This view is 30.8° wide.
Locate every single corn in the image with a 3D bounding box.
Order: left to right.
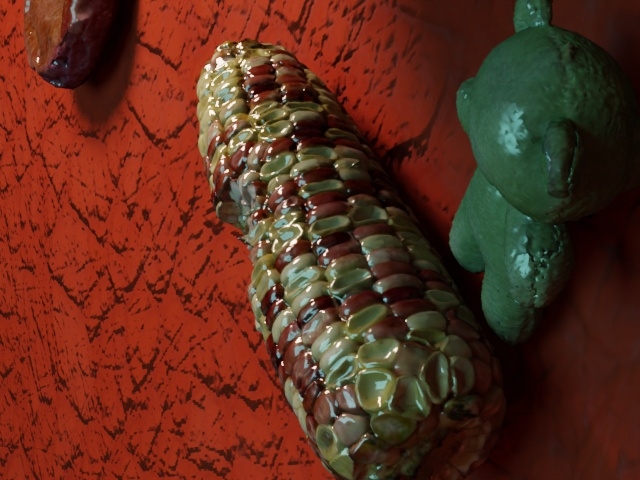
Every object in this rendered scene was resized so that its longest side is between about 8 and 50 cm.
[{"bbox_3d":[0.000,0.000,0.579,0.289,0.098,0.098,62,139,41],"label":"corn"}]

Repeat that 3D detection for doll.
[{"bbox_3d":[0.088,-0.023,0.470,0.150,0.078,0.115,101,165,-55],"label":"doll"}]

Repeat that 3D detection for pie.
[{"bbox_3d":[-0.210,-0.219,0.988,0.182,0.050,0.182,-19,68,59],"label":"pie"}]
